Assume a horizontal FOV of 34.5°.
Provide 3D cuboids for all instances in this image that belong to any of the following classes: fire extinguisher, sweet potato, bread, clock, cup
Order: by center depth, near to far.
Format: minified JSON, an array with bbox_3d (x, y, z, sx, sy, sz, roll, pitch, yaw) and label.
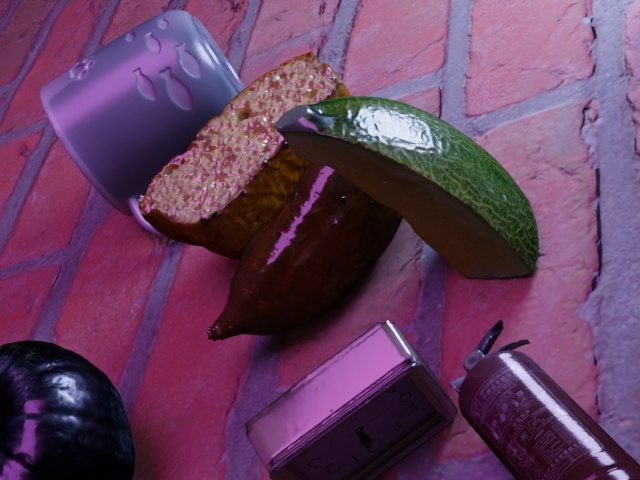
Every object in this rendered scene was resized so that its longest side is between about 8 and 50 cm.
[{"bbox_3d":[0.211,0.178,0.992,0.105,0.105,0.269,-39,36,-1],"label":"fire extinguisher"},{"bbox_3d":[0.036,0.189,1.086,0.192,0.147,0.071,-37,50,1],"label":"clock"},{"bbox_3d":[0.000,0.000,1.328,0.158,0.158,0.370,27,80,51],"label":"sweet potato"},{"bbox_3d":[-0.070,-0.091,1.457,0.340,0.179,0.194,-47,39,-16],"label":"bread"},{"bbox_3d":[-0.247,-0.181,1.677,0.274,0.259,0.357,-34,67,5],"label":"cup"}]

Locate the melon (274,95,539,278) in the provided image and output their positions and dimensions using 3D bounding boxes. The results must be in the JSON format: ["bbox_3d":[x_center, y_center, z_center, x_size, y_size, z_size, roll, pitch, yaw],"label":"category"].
[{"bbox_3d":[0.106,-0.083,1.196,0.124,0.323,0.196,-47,29,24],"label":"melon"}]

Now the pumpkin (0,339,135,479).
[{"bbox_3d":[-0.370,0.277,1.273,0.315,0.238,0.315,-11,60,20],"label":"pumpkin"}]
